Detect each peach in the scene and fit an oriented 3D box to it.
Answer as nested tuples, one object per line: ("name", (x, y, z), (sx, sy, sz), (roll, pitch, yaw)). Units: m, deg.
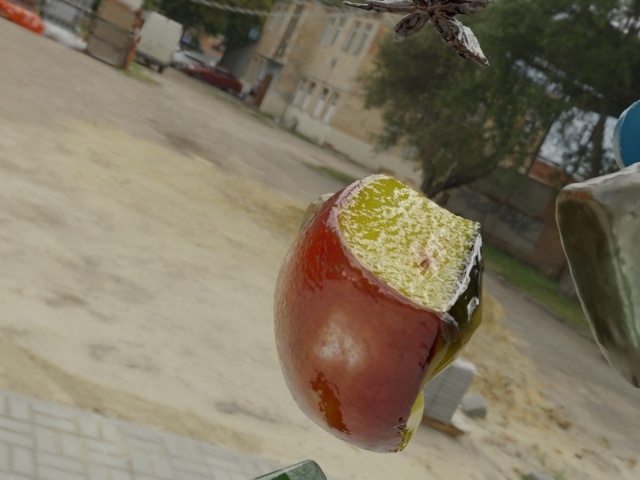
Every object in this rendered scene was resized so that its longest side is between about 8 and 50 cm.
("peach", (0.056, 0.092, 1.015), (0.242, 0.306, 0.380), (24, -30, 3))

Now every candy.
("candy", (0.340, 0.039, 0.897), (0.104, 0.234, 0.102), (-18, 5, -8))

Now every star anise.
("star anise", (0.125, -0.279, 1.013), (0.140, 0.158, 0.144), (13, 35, 28))

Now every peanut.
("peanut", (0.000, -0.002, 1.328), (0.089, 0.193, 0.089), (9, 52, -11))

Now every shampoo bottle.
("shampoo bottle", (-0.090, 0.312, 0.951), (0.204, 0.065, 0.065), (-11, 28, -32))

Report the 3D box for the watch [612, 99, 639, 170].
("watch", (0.490, -0.096, 1.037), (0.211, 0.211, 0.193), (24, -6, -8))
